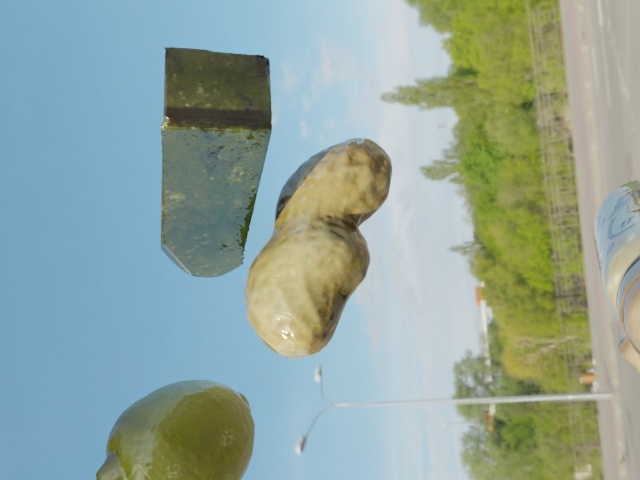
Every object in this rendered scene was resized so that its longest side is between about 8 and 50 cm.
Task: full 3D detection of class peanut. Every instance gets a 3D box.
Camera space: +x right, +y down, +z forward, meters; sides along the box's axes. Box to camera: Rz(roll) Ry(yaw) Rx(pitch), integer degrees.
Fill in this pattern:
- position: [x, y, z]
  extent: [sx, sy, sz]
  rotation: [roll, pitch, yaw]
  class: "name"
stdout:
- position: [0.000, -0.001, 0.682]
  extent: [0.086, 0.104, 0.228]
  rotation: [56, -133, -56]
  class: "peanut"

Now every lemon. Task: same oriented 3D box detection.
- position: [-0.182, 0.280, 1.004]
  extent: [0.248, 0.184, 0.184]
  rotation: [-23, -73, -43]
  class: "lemon"

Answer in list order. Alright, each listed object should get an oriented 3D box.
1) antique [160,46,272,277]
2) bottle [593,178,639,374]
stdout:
- position: [-0.095, -0.051, 0.621]
  extent: [0.221, 0.080, 0.081]
  rotation: [110, 160, -54]
  class: "antique"
- position: [0.263, 0.029, 0.572]
  extent: [0.110, 0.097, 0.209]
  rotation: [-66, -7, 26]
  class: "bottle"
